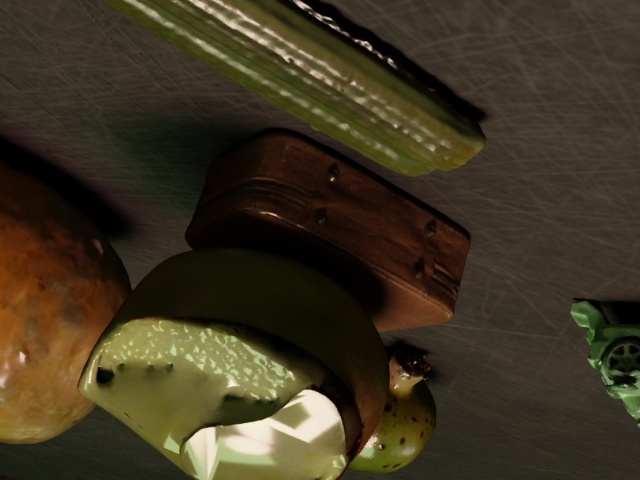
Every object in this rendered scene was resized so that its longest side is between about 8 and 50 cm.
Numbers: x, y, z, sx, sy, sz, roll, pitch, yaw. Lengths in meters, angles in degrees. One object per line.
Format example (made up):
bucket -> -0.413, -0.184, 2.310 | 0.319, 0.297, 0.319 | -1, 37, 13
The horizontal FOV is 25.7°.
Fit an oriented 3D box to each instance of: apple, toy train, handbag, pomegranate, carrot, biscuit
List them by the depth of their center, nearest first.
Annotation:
biscuit -> -0.042, -0.120, 0.827 | 0.322, 0.038, 0.099 | 28, 159, -28
apple -> -0.054, 0.092, 0.985 | 0.188, 0.174, 0.207 | 39, 159, -1
handbag -> 0.000, 0.000, 1.042 | 0.193, 0.072, 0.151 | 28, 156, -29
toy train -> 0.268, 0.094, 1.075 | 0.149, 0.081, 0.099 | -1, 153, 26
carrot -> -0.320, 0.025, 1.132 | 0.341, 0.224, 0.224 | 32, 154, -35
pomegranate -> 0.051, 0.159, 1.344 | 0.130, 0.130, 0.130 | 14, 158, 6
